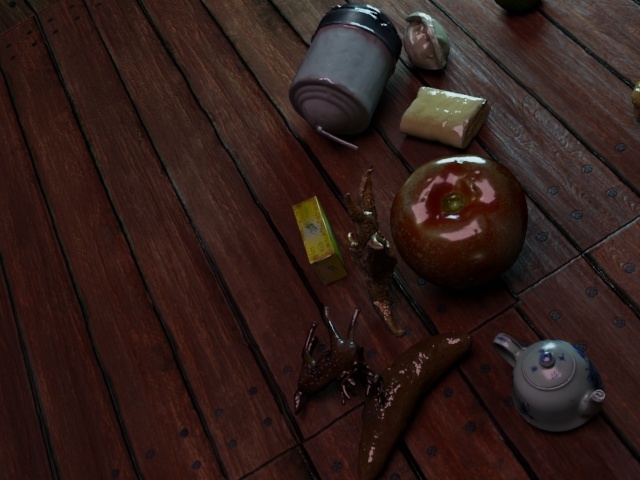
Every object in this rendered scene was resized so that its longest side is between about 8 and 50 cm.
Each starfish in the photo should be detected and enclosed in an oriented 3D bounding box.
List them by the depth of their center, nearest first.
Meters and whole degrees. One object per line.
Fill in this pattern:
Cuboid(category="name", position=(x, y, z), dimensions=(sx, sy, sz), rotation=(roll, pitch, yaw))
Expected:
Cuboid(category="starfish", position=(0.101, -0.006, 1.789), dimensions=(0.084, 0.293, 0.301), rotation=(-14, 47, -2))

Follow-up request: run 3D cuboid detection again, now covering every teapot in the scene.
Cuboid(category="teapot", position=(0.398, 0.233, 1.554), dimensions=(0.232, 0.159, 0.159), rotation=(32, 73, 39))

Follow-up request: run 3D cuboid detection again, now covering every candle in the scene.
Cuboid(category="candle", position=(0.049, -0.386, 2.143), dimensions=(0.221, 0.221, 0.343), rotation=(9, 60, 30))

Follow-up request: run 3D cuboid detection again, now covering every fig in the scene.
Cuboid(category="fig", position=(0.469, -0.633, 2.174), dimensions=(0.123, 0.156, 0.123), rotation=(-16, 52, 21))

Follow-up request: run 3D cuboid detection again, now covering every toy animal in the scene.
Cuboid(category="toy animal", position=(0.036, 0.242, 1.716), dimensions=(0.243, 0.087, 0.260), rotation=(-52, 28, 38))

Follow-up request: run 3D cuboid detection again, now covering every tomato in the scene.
Cuboid(category="tomato", position=(0.276, -0.030, 1.762), dimensions=(0.270, 0.223, 0.270), rotation=(-6, 61, 12))

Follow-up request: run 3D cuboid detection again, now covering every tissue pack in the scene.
Cuboid(category="tissue pack", position=(0.000, 0.000, 1.954), dimensions=(0.062, 0.095, 0.176), rotation=(-24, 48, 6))

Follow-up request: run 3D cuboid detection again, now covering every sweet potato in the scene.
Cuboid(category="sweet potato", position=(0.147, 0.288, 1.668), dimensions=(0.114, 0.092, 0.341), rotation=(33, 74, 22))

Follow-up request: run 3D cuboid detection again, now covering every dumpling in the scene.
Cuboid(category="dumpling", position=(0.252, -0.492, 2.185), dimensions=(0.118, 0.136, 0.199), rotation=(-30, 33, -3))

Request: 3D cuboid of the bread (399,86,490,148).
Cuboid(category="bread", position=(0.284, -0.285, 2.059), dimensions=(0.178, 0.060, 0.139), rotation=(19, 65, 35))

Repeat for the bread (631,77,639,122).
Cuboid(category="bread", position=(0.749, -0.277, 1.804), dimensions=(0.236, 0.106, 0.140), rotation=(26, 67, 36))
